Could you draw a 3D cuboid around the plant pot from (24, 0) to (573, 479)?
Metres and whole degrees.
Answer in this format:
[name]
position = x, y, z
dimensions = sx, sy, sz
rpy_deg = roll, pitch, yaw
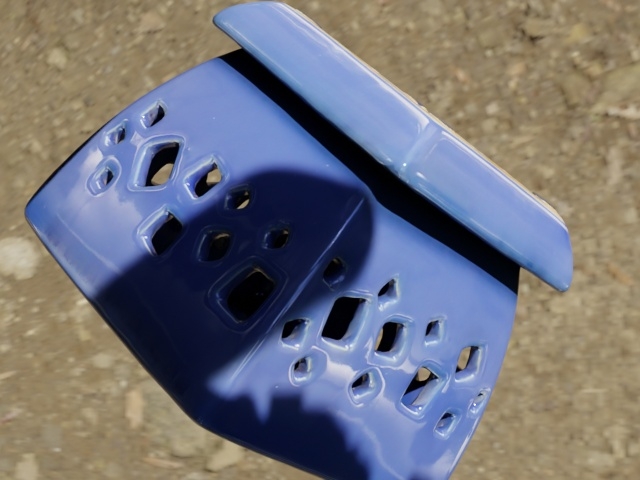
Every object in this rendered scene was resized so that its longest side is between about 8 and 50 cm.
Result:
[plant pot]
position = 0.000, 0.000, 0.981
dimensions = 0.212, 0.236, 0.236
rpy_deg = -52, 138, 7
